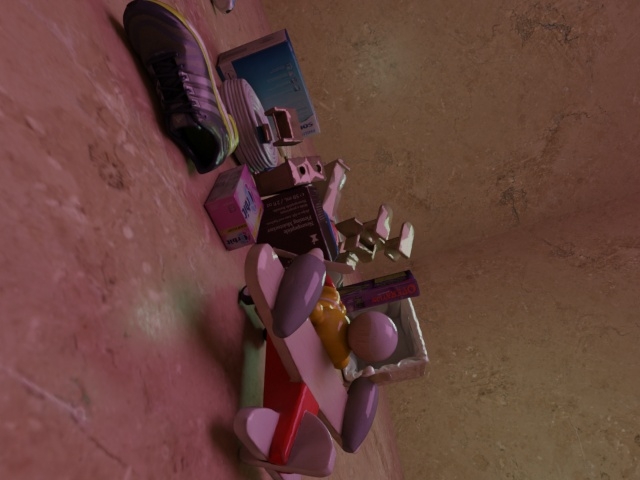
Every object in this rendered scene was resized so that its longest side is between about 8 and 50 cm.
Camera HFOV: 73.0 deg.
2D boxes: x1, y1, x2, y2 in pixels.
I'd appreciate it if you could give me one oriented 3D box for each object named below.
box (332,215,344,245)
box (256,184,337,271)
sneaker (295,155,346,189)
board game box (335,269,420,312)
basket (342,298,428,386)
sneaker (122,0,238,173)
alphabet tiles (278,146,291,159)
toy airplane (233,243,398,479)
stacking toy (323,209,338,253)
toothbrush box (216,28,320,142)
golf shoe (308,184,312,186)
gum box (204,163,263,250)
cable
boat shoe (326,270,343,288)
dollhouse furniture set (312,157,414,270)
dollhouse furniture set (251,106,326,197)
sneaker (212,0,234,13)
[{"bbox_3d":[0.028,-0.054,2.031,0.148,0.121,0.311,37,37,-76],"label":"box"},{"bbox_3d":[-0.068,-0.021,1.112,0.167,0.168,0.203,-41,113,-81],"label":"box"},{"bbox_3d":[0.000,-0.328,2.091,0.297,0.129,0.111,37,1,18],"label":"sneaker"},{"bbox_3d":[0.095,0.156,1.210,0.208,0.346,0.056,2,74,-81],"label":"board game box"},{"bbox_3d":[0.241,0.417,1.786,0.266,0.331,0.328,71,6,-56],"label":"basket"},{"bbox_3d":[-0.229,-0.247,0.733,0.121,0.111,0.300,-92,161,-49],"label":"sneaker"},{"bbox_3d":[-0.183,-0.478,1.860,0.284,0.021,0.278,-97,168,-52],"label":"alphabet tiles"},{"bbox_3d":[0.001,0.201,0.727,0.386,0.272,0.385,41,33,-76],"label":"toy airplane"},{"bbox_3d":[0.000,0.000,1.466,0.302,0.165,0.175,7,66,-76],"label":"stacking toy"},{"bbox_3d":[-0.148,-0.440,1.305,0.126,0.216,0.296,-98,167,-50],"label":"toothbrush box"},{"bbox_3d":[-0.073,-0.162,1.581,0.273,0.120,0.105,-90,159,-70],"label":"golf shoe"},{"bbox_3d":[-0.172,-0.076,0.897,0.188,0.062,0.107,-93,164,-61],"label":"gum box"},{"bbox_3d":[-0.192,-0.305,1.158,0.257,0.089,0.257,-99,169,-46],"label":"cable"},{"bbox_3d":[0.025,0.194,1.534,0.340,0.127,0.113,-109,-154,-58],"label":"boat shoe"},{"bbox_3d":[0.119,-0.090,1.729,0.394,0.362,0.257,35,56,-30],"label":"dollhouse furniture set"},{"bbox_3d":[-0.090,-0.217,1.072,0.129,0.129,0.184,-19,95,-50],"label":"dollhouse furniture set"},{"bbox_3d":[-0.341,-0.816,1.372,0.191,0.071,0.083,64,14,-2],"label":"sneaker"}]
